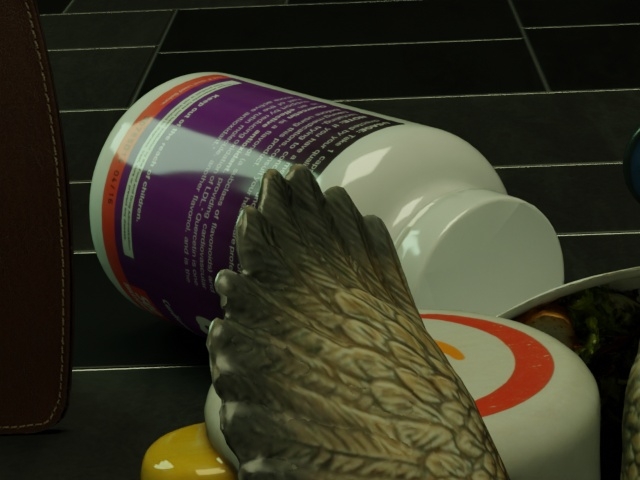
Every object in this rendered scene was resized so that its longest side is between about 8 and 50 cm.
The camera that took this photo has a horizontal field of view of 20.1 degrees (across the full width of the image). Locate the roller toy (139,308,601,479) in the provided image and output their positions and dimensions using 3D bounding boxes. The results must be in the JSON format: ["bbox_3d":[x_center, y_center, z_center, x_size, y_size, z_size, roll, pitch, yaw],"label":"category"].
[{"bbox_3d":[0.038,0.116,0.879,0.209,0.146,0.191,8,21,30],"label":"roller toy"}]

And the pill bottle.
[{"bbox_3d":[0.000,0.000,1.180,0.181,0.182,0.323,-16,23,-35],"label":"pill bottle"}]

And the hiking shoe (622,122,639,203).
[{"bbox_3d":[0.271,-0.026,1.071,0.132,0.113,0.304,-14,19,-29],"label":"hiking shoe"}]

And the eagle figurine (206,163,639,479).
[{"bbox_3d":[0.091,0.120,0.619,0.225,0.298,0.226,12,23,36],"label":"eagle figurine"}]

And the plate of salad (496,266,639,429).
[{"bbox_3d":[0.149,0.072,1.015,0.199,0.200,0.048,-9,62,-18],"label":"plate of salad"}]

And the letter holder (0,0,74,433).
[{"bbox_3d":[-0.254,-0.042,1.150,0.214,0.302,0.152,-1,18,3],"label":"letter holder"}]
